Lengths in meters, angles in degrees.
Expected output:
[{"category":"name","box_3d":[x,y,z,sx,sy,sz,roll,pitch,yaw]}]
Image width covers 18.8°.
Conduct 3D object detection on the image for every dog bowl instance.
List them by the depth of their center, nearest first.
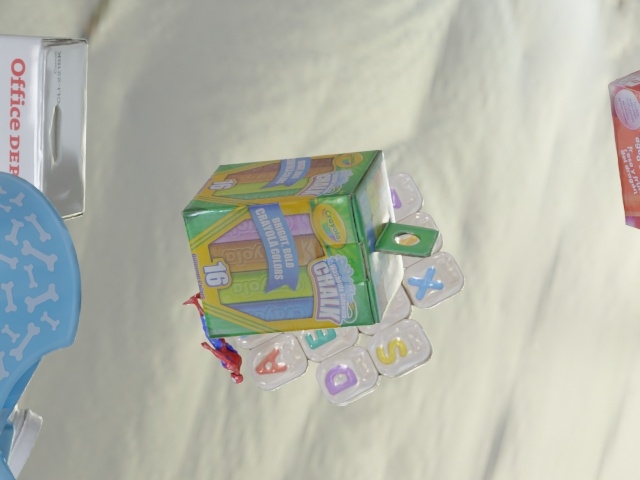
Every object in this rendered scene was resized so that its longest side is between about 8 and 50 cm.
[{"category":"dog bowl","box_3d":[-0.263,0.098,1.345,0.074,0.166,0.297,-3,-69,-52]}]

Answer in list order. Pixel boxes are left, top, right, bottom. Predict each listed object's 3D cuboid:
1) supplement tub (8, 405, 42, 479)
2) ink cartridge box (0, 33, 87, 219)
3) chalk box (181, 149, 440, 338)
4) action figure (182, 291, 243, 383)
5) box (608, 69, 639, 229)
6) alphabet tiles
[{"category":"supplement tub","box_3d":[-0.420,0.201,2.112,0.144,0.200,0.144,-57,13,20]},{"category":"ink cartridge box","box_3d":[-0.392,-0.125,2.070,0.114,0.273,0.197,-19,-68,-69]},{"category":"chalk box","box_3d":[0.000,0.000,1.784,0.132,0.213,0.132,-59,-40,-66]},{"category":"action figure","box_3d":[-0.121,0.115,2.241,0.115,0.030,0.038,59,-161,-4]},{"category":"box","box_3d":[0.422,-0.108,1.720,0.300,0.154,0.142,-23,-65,-26]},{"category":"alphabet tiles","box_3d":[0.017,0.047,2.303,0.284,0.278,0.021,64,-176,20]}]
